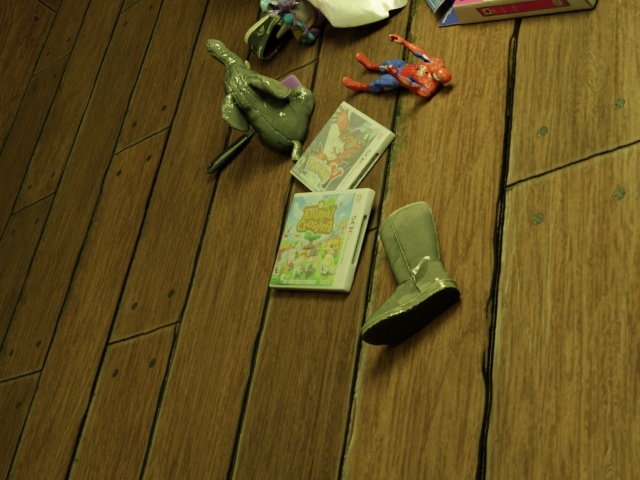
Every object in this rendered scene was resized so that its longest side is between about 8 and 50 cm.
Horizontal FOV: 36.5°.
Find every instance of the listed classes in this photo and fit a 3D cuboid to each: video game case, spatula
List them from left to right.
[{"bbox_3d":[-0.156,-0.258,2.196,0.296,0.030,0.084,-47,38,11],"label":"spatula"},{"bbox_3d":[0.000,0.000,1.793,0.212,0.023,0.194,-1,69,49],"label":"video game case"},{"bbox_3d":[0.039,-0.168,1.904,0.183,0.023,0.201,-52,35,4],"label":"video game case"}]

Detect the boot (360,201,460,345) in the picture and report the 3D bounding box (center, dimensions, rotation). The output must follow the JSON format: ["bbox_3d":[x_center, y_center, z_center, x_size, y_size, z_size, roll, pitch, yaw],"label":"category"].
[{"bbox_3d":[0.126,0.050,1.583,0.189,0.076,0.209,-30,47,10],"label":"boot"}]

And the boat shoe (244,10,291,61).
[{"bbox_3d":[-0.075,-0.521,2.284,0.233,0.084,0.079,-44,53,14],"label":"boat shoe"}]

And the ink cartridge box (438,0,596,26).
[{"bbox_3d":[0.361,-0.489,1.756,0.370,0.069,0.176,7,68,54],"label":"ink cartridge box"}]

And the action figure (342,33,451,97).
[{"bbox_3d":[0.129,-0.334,1.842,0.280,0.139,0.092,17,77,51],"label":"action figure"}]

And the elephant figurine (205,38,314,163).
[{"bbox_3d":[-0.140,-0.294,2.025,0.186,0.239,0.169,9,69,52],"label":"elephant figurine"}]

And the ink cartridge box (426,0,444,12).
[{"bbox_3d":[0.266,-0.613,1.883,0.311,0.065,0.186,-59,24,25],"label":"ink cartridge box"}]

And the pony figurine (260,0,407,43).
[{"bbox_3d":[-0.022,-0.589,2.073,0.350,0.363,0.303,-21,53,23],"label":"pony figurine"}]
